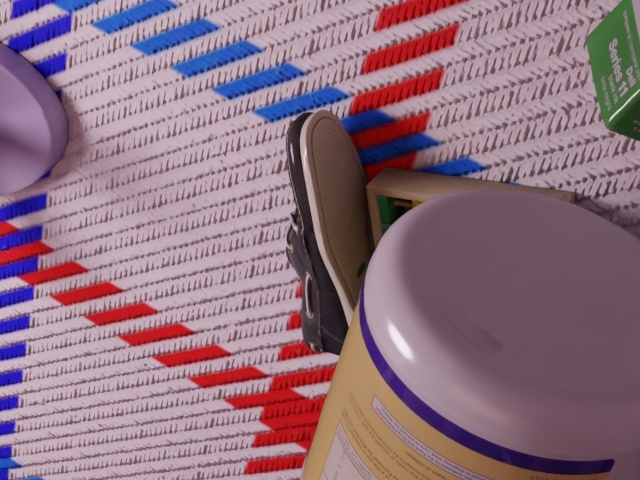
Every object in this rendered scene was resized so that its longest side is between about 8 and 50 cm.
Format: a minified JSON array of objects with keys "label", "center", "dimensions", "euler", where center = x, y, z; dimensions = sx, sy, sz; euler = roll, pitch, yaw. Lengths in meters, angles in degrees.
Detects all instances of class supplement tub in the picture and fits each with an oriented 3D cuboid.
[{"label":"supplement tub","center":[0.117,0.153,1.160],"dimensions":[0.241,0.241,0.331],"euler":[29,132,14]}]

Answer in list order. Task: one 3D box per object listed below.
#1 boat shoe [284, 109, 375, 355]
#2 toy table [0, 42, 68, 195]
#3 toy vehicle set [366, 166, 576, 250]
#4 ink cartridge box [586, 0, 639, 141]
[{"label":"boat shoe","center":[0.000,0.000,1.293],"dimensions":[0.079,0.084,0.233],"euler":[7,127,30]},{"label":"toy table","center":[-0.389,-0.094,1.438],"dimensions":[0.274,0.161,0.252],"euler":[-2,118,36]},{"label":"toy vehicle set","center":[0.134,0.073,1.285],"dimensions":[0.166,0.035,0.267],"euler":[8,124,29]},{"label":"ink cartridge box","center":[0.288,-0.138,0.958],"dimensions":[0.153,0.087,0.208],"euler":[17,138,-22]}]
